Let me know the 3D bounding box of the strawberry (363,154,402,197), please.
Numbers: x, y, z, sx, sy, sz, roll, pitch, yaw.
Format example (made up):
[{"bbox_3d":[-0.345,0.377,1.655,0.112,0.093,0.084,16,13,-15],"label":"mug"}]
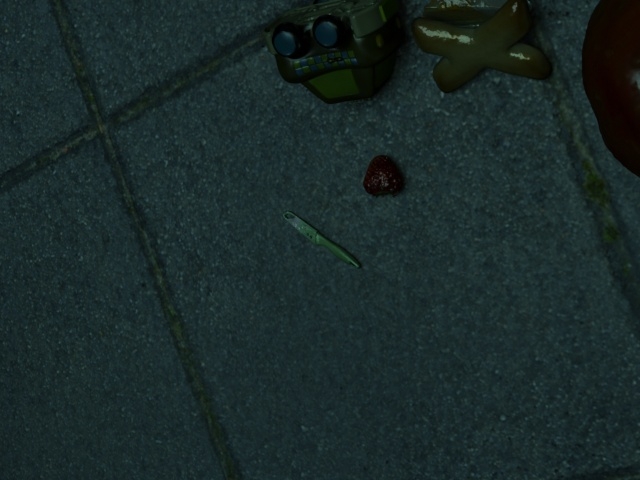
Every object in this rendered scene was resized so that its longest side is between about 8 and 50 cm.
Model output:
[{"bbox_3d":[0.114,-0.121,1.742,0.073,0.073,0.083,-13,78,34],"label":"strawberry"}]

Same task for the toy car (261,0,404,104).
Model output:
[{"bbox_3d":[0.035,-0.338,1.692,0.248,0.204,0.198,-4,121,31],"label":"toy car"}]

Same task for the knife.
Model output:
[{"bbox_3d":[0.000,0.000,1.873,0.207,0.014,0.030,37,117,22],"label":"knife"}]

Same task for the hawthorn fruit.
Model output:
[{"bbox_3d":[0.535,-0.236,1.259,0.403,0.403,0.403,8,104,31],"label":"hawthorn fruit"}]

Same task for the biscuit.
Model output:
[{"bbox_3d":[0.268,-0.320,1.567,0.208,0.047,0.164,-3,138,35],"label":"biscuit"}]

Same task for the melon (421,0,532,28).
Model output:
[{"bbox_3d":[0.257,-0.424,1.572,0.202,0.093,0.139,5,95,26],"label":"melon"}]
